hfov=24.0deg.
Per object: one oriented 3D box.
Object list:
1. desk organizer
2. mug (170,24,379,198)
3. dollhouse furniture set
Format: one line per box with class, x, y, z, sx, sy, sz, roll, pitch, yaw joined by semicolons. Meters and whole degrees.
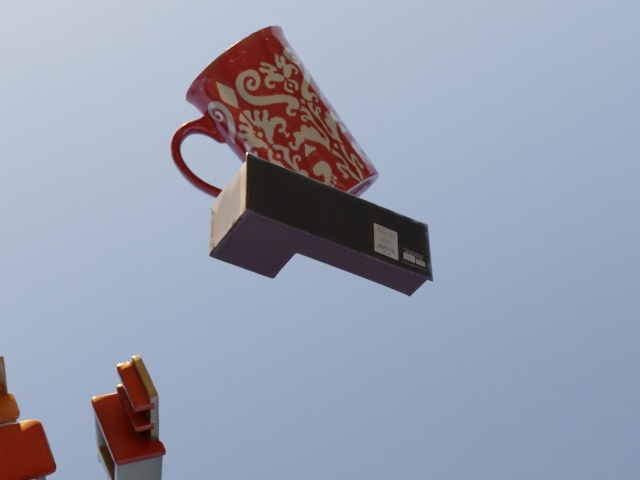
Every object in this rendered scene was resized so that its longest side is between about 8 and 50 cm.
desk organizer;0.000;0.000;0.915;0.050;0.130;0.047;-48;-149;40
mug;-0.044;-0.089;1.405;0.150;0.169;0.113;-40;173;22
dollhouse furniture set;-0.294;0.212;1.514;0.259;0.135;0.262;-12;-141;-19
